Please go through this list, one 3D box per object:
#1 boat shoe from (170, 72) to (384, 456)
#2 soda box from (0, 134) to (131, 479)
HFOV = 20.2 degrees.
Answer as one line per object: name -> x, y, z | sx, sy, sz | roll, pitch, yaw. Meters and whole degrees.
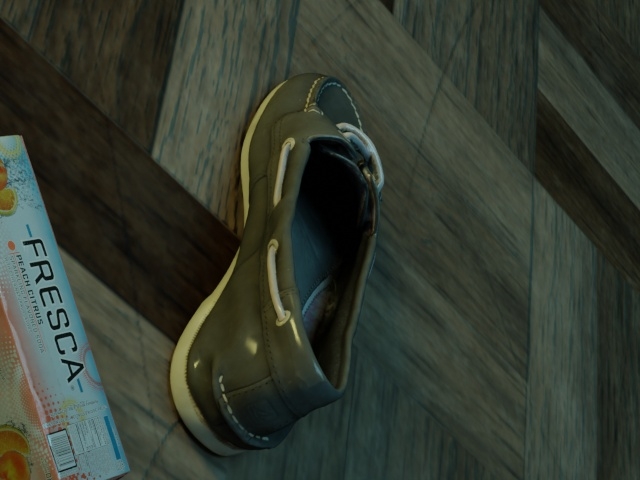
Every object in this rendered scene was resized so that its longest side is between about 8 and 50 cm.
boat shoe -> 0.000, 0.000, 1.142 | 0.112, 0.096, 0.335 | 51, 34, -28
soda box -> -0.159, 0.043, 0.891 | 0.058, 0.063, 0.183 | -11, 82, -60
